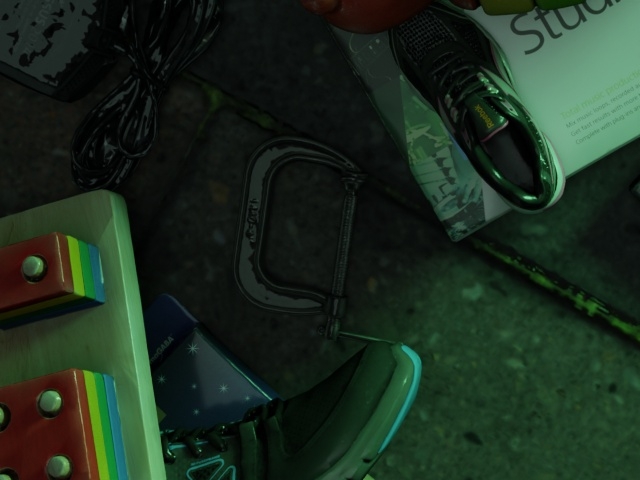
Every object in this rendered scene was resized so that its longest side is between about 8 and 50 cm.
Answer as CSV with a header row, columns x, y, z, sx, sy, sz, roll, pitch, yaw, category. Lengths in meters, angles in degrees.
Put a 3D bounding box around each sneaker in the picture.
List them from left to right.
x,y,z,sx,sy,sz,roll,pitch,yaw,category
-0.072,0.179,1.372,0.341,0.125,0.139,-43,87,7,sneaker
0.116,-0.096,1.323,0.072,0.077,0.178,-41,91,9,sneaker

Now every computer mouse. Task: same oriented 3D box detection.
x,y,z,sx,sy,sz,roll,pitch,yaw,category
-0.229,-0.172,1.411,0.272,0.072,0.188,29,97,-11,computer mouse

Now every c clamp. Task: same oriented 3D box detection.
x,y,z,sx,sy,sz,roll,pitch,yaw,category
0.000,0.000,1.433,0.137,0.022,0.160,4,99,10,c clamp

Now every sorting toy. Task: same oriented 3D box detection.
x,y,z,sx,sy,sz,roll,pitch,yaw,category
-0.258,0.109,1.367,0.255,0.089,0.257,-15,75,19,sorting toy

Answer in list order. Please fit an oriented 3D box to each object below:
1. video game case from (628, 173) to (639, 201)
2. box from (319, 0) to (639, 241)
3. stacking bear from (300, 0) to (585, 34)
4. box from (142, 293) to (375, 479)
x,y,z,sx,sy,sz,roll,pitch,yaw,category
0.413,-0.055,1.378,0.248,0.035,0.275,42,100,-1,video game case
0.118,-0.193,1.376,0.232,0.058,0.322,-31,92,9,box
0.119,-0.227,1.265,0.289,0.175,0.164,-17,122,9,stacking bear
-0.085,0.164,1.452,0.225,0.036,0.136,42,99,0,box
